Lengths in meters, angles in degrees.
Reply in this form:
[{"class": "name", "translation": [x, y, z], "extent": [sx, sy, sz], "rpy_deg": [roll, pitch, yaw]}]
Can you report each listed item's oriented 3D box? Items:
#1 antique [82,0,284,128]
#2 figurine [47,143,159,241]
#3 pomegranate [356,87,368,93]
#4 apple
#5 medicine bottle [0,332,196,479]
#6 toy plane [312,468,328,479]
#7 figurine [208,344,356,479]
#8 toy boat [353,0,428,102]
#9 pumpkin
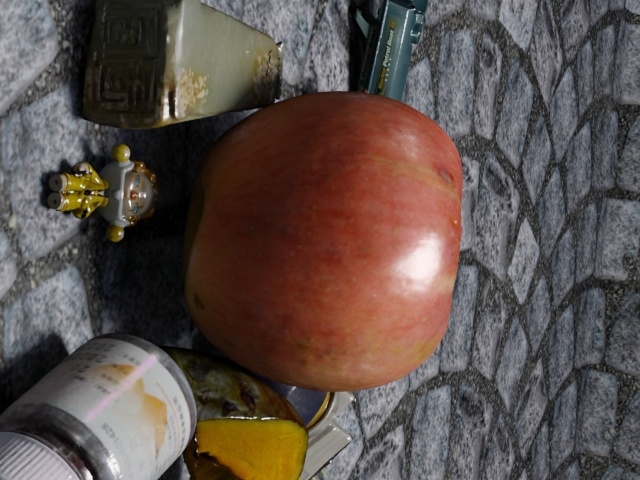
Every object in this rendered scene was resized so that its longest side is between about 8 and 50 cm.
[{"class": "antique", "translation": [-0.147, -0.201, 1.680], "extent": [0.284, 0.125, 0.150], "rpy_deg": [-6, 101, -64]}, {"class": "figurine", "translation": [-0.240, -0.049, 1.604], "extent": [0.143, 0.068, 0.101], "rpy_deg": [-35, 123, -42]}, {"class": "pomegranate", "translation": [0.067, -0.078, 2.049], "extent": [0.252, 0.229, 0.270], "rpy_deg": [-20, 102, -53]}, {"class": "apple", "translation": [0.000, 0.000, 1.724], "extent": [0.364, 0.364, 0.364], "rpy_deg": [-25, 118, -61]}, {"class": "medicine bottle", "translation": [-0.258, 0.225, 1.503], "extent": [0.273, 0.165, 0.165], "rpy_deg": [-46, 136, -53]}, {"class": "toy plane", "translation": [-0.023, 0.320, 2.147], "extent": [0.111, 0.040, 0.102], "rpy_deg": [25, 38, -52]}, {"class": "figurine", "translation": [-0.049, 0.198, 1.959], "extent": [0.308, 0.143, 0.308], "rpy_deg": [-19, 90, -82]}, {"class": "toy boat", "translation": [0.089, -0.263, 2.217], "extent": [0.093, 0.103, 0.246], "rpy_deg": [-53, 157, -69]}, {"class": "pumpkin", "translation": [-0.109, 0.211, 1.764], "extent": [0.312, 0.148, 0.169], "rpy_deg": [92, -22, -51]}]
